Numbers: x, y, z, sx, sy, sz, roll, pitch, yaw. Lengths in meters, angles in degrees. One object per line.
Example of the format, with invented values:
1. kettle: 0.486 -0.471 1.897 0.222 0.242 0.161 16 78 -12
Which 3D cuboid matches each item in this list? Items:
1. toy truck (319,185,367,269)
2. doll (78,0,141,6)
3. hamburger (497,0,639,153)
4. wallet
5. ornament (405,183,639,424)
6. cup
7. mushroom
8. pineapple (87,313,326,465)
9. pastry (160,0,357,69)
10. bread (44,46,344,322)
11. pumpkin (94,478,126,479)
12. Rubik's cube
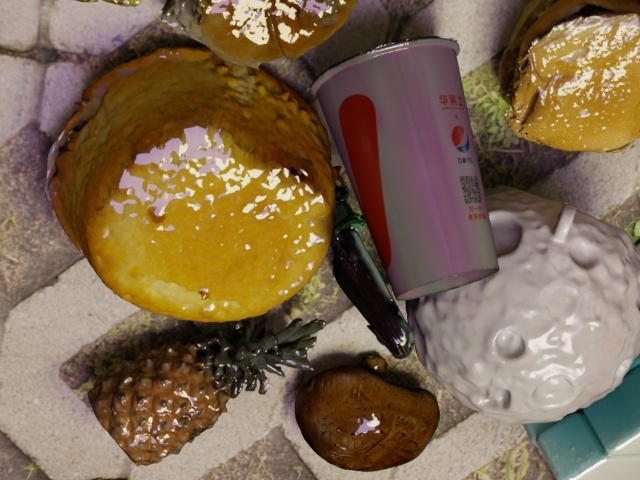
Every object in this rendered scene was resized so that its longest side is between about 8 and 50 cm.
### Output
1. toy truck: -0.001 0.001 1.853 0.154 0.080 0.078 -39 147 13
2. doll: -0.223 -0.402 1.471 0.141 0.117 0.296 2 125 -23
3. hamburger: 0.344 -0.230 1.733 0.244 0.163 0.244 -4 130 -5
4. wallet: 0.067 0.081 1.763 0.045 0.318 0.172 -32 84 -3
5. ornament: 0.274 0.092 1.824 0.337 0.337 0.337 -8 126 -11
6. cup: 0.115 -0.082 1.657 0.203 0.288 0.203 -16 170 -3
7. mushroom: 0.071 0.281 2.030 0.231 0.138 0.194 14 120 -24
8. pineapple: -0.151 0.184 1.902 0.340 0.169 0.169 -30 128 -4
9. pastry: -0.058 -0.318 1.576 0.236 0.121 0.257 5 123 -19
10. bread: -0.153 -0.060 1.684 0.358 0.204 0.337 27 108 -27
11. pumpkin: -0.325 0.410 2.064 0.074 0.054 0.083 0 130 -10
12. Rubik's cube: 0.501 0.252 2.022 0.322 0.316 0.319 -36 126 12
